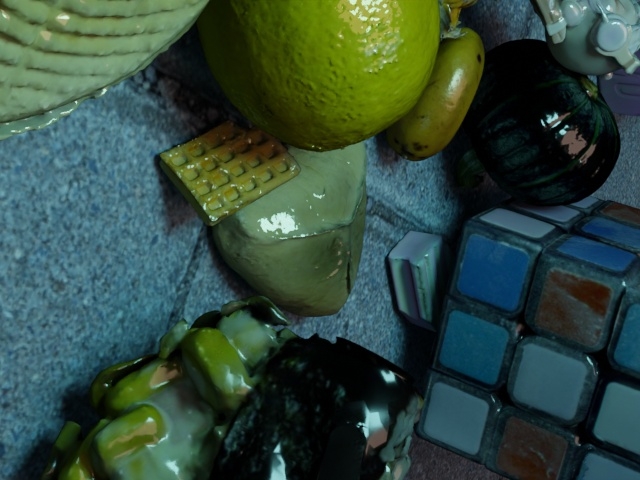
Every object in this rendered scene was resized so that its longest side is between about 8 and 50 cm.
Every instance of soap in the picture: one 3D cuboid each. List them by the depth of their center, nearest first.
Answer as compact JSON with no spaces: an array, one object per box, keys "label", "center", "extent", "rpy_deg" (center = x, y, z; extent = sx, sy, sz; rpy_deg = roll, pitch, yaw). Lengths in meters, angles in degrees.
[{"label":"soap","center":[0.150,0.060,1.310],"extent":[0.100,0.056,0.149],"rpy_deg":[-45,134,-37]},{"label":"soap","center":[0.559,-0.324,1.651],"extent":[0.065,0.122,0.203],"rpy_deg":[-47,134,-33]}]

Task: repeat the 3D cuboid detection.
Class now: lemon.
[{"label":"lemon","center":[-0.002,-0.210,0.870],"extent":[0.263,0.236,0.236],"rpy_deg":[37,72,-33]}]

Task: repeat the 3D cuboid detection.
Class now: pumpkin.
[{"label":"pumpkin","center":[0.280,-0.146,1.297],"extent":[0.248,0.248,0.248],"rpy_deg":[-23,120,-47]}]

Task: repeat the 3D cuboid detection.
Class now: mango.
[{"label":"mango","center":[0.145,-0.181,1.156],"extent":[0.178,0.090,0.115],"rpy_deg":[-56,-170,18]}]

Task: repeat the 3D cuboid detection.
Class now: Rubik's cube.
[{"label":"Rubik's cube","center":[0.377,0.142,1.327],"extent":[0.362,0.358,0.363],"rpy_deg":[-25,129,-53]}]

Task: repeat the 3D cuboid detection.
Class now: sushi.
[{"label":"sushi","center":[-0.080,0.232,0.916],"extent":[0.328,0.285,0.329],"rpy_deg":[-63,164,-7]}]

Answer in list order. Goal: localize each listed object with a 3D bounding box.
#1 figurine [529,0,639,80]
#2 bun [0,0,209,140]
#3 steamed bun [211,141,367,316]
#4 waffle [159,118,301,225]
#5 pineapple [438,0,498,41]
[{"label":"figurine","center":[0.335,-0.296,1.159],"extent":[0.141,0.162,0.237],"rpy_deg":[-37,124,18]},{"label":"bun","center":[-0.214,-0.243,0.587],"extent":[0.364,0.202,0.364],"rpy_deg":[-36,157,-18]},{"label":"steamed bun","center":[-0.017,-0.008,1.027],"extent":[0.212,0.110,0.231],"rpy_deg":[-11,109,-50]},{"label":"waffle","center":[-0.090,-0.076,0.935],"extent":[0.135,0.092,0.021],"rpy_deg":[-36,174,-41]},{"label":"pineapple","center":[0.170,-0.409,1.036],"extent":[0.286,0.209,0.344],"rpy_deg":[-48,137,-32]}]
